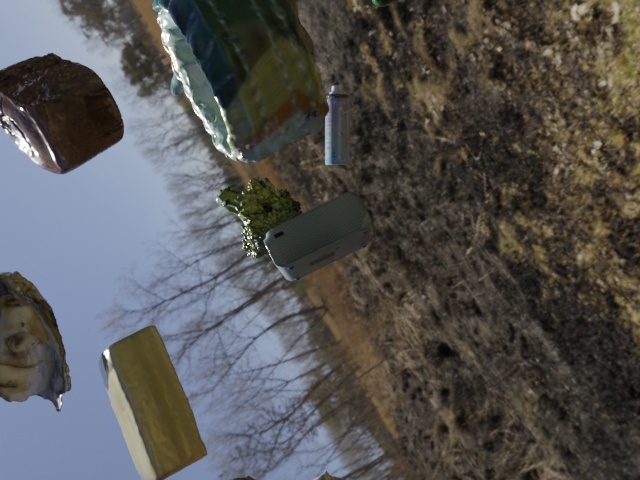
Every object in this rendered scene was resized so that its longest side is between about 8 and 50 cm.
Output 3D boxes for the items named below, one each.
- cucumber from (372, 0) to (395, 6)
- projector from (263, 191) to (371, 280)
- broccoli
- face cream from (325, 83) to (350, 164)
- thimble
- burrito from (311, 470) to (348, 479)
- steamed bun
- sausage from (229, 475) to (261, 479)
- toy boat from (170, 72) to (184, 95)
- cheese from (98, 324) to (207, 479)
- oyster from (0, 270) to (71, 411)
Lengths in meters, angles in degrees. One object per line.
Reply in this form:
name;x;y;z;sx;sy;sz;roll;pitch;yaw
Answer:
cucumber;0.184;-0.527;1.106;0.056;0.284;0.056;23;131;29
projector;0.000;0.000;1.338;0.108;0.250;0.198;62;176;14
broccoli;-0.200;-0.053;1.605;0.243;0.272;0.181;105;178;-47
face cream;0.050;-0.337;1.577;0.075;0.075;0.230;-136;45;-77
thimble;-0.117;-0.261;0.806;0.288;0.167;0.254;60;165;3
burrito;-0.118;0.452;0.740;0.139;0.445;0.101;61;-171;-16
steamed bun;-0.371;-0.190;0.762;0.175;0.145;0.106;39;145;10
sausage;-0.085;0.482;0.919;0.109;0.108;0.271;54;172;45
toy boat;-0.215;-0.334;1.068;0.134;0.207;0.079;40;-146;-17
cheese;-0.342;0.329;1.073;0.266;0.123;0.242;63;146;10
oyster;-0.649;0.232;1.189;0.275;0.271;0.100;31;-178;-8
